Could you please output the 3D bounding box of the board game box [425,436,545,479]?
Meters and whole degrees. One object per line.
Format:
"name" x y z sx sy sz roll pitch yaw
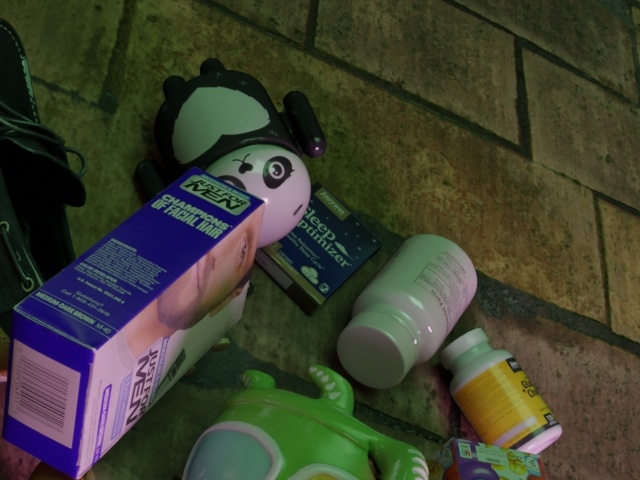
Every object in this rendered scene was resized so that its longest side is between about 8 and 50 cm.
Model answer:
"board game box" 0.202 0.403 1.664 0.144 0.142 0.275 15 47 -27

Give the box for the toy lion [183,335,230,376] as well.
"toy lion" -0.174 0.132 1.652 0.096 0.100 0.034 15 46 -54

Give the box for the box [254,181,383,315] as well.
"box" 0.000 0.000 1.948 0.136 0.036 0.225 44 39 4

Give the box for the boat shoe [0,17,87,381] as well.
"boat shoe" -0.358 -0.076 1.603 0.187 0.156 0.500 44 29 -53

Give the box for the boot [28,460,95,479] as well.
"boot" -0.343 0.294 1.334 0.220 0.109 0.284 41 49 -33

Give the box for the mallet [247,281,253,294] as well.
"mallet" -0.165 0.061 1.770 0.189 0.039 0.062 15 47 -33

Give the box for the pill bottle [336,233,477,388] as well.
"pill bottle" 0.117 0.099 1.875 0.131 0.131 0.229 42 41 1

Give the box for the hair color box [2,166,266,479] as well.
"hair color box" -0.196 0.080 1.482 0.110 0.185 0.339 25 37 14

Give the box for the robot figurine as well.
"robot figurine" -0.122 -0.118 1.836 0.173 0.209 0.278 12 40 -42

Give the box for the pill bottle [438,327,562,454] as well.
"pill bottle" 0.243 0.217 1.890 0.103 0.103 0.184 -16 66 -45

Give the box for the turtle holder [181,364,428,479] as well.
"turtle holder" -0.009 0.297 1.490 0.320 0.243 0.227 17 56 28
